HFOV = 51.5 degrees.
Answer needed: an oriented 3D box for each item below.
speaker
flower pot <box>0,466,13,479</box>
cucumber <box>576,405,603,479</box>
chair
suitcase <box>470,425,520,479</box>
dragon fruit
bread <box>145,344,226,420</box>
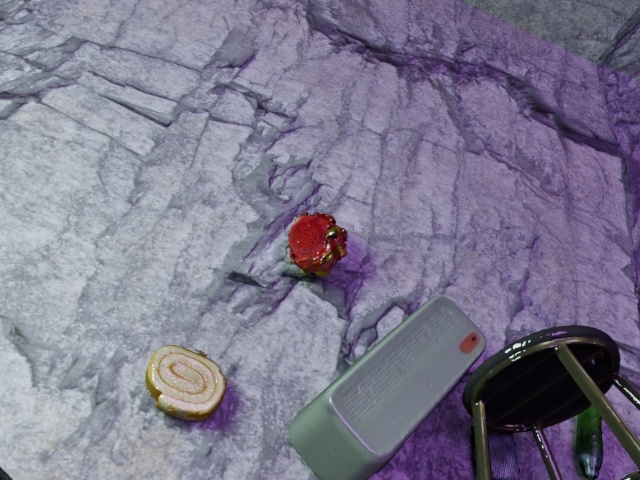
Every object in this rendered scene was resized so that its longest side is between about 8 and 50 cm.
[{"bbox_3d":[0.142,0.283,1.283,0.183,0.184,0.406,46,52,13],"label":"speaker"},{"bbox_3d":[-0.568,0.395,0.853,0.379,0.251,0.380,11,52,-14],"label":"flower pot"},{"bbox_3d":[0.593,0.429,1.461,0.056,0.056,0.250,27,47,-4],"label":"cucumber"},{"bbox_3d":[0.453,0.388,1.128,0.361,0.365,0.410,24,33,-32],"label":"chair"},{"bbox_3d":[0.353,0.435,1.347,0.086,0.059,0.126,12,52,-13],"label":"suitcase"},{"bbox_3d":[0.000,0.000,1.467,0.208,0.133,0.150,-51,124,-67],"label":"dragon fruit"},{"bbox_3d":[-0.246,0.260,1.202,0.149,0.073,0.122,23,52,-7],"label":"bread"}]
